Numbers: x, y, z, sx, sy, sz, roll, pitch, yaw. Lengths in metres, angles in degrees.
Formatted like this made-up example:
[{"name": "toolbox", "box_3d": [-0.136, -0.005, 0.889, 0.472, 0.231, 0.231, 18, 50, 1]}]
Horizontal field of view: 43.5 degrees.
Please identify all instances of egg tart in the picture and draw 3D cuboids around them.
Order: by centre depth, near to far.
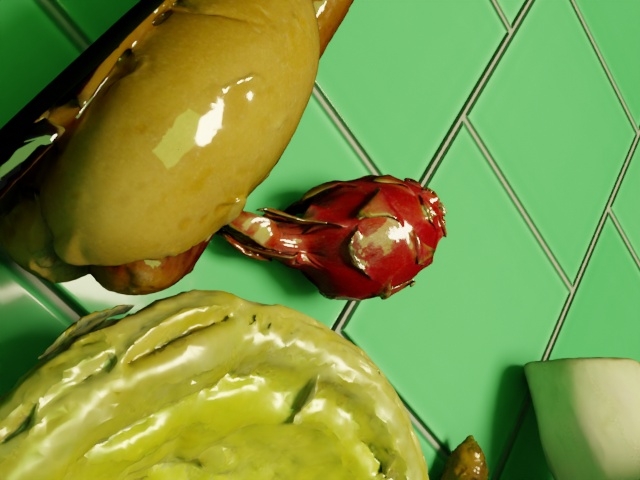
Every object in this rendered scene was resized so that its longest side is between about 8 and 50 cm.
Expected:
[{"name": "egg tart", "box_3d": [-0.084, 0.195, 0.427, 0.345, 0.132, 0.345, 4, 84, -44]}]

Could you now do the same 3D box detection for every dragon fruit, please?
[{"name": "dragon fruit", "box_3d": [0.000, 0.000, 0.564, 0.190, 0.094, 0.094, -5, 91, -22]}]

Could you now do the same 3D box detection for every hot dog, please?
[{"name": "hot dog", "box_3d": [-0.058, -0.080, 0.427, 0.326, 0.194, 0.107, -50, 114, -18]}]

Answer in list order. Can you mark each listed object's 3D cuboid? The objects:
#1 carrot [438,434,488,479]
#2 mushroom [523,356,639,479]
[{"name": "carrot", "box_3d": [0.087, 0.306, 0.628, 0.066, 0.066, 0.314, 36, 64, -36]}, {"name": "mushroom", "box_3d": [0.307, 0.275, 0.658, 0.353, 0.325, 0.353, 2, 86, -35]}]
